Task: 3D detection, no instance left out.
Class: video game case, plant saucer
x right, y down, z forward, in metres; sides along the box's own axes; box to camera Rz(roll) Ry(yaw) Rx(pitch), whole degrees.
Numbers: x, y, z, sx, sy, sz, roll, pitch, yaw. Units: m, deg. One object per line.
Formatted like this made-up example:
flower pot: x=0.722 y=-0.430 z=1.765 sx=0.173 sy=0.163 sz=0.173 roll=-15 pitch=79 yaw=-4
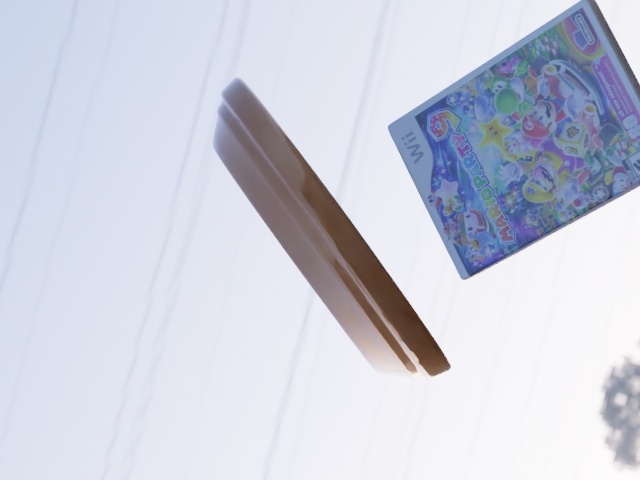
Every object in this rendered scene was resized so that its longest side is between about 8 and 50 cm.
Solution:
video game case: x=0.097 y=-0.046 z=0.666 sx=0.011 sy=0.122 sz=0.087 roll=-11 pitch=-107 yaw=-56
plant saucer: x=0.000 y=0.000 z=0.780 sx=0.037 sy=0.200 sz=0.200 roll=-37 pitch=-30 yaw=-1
